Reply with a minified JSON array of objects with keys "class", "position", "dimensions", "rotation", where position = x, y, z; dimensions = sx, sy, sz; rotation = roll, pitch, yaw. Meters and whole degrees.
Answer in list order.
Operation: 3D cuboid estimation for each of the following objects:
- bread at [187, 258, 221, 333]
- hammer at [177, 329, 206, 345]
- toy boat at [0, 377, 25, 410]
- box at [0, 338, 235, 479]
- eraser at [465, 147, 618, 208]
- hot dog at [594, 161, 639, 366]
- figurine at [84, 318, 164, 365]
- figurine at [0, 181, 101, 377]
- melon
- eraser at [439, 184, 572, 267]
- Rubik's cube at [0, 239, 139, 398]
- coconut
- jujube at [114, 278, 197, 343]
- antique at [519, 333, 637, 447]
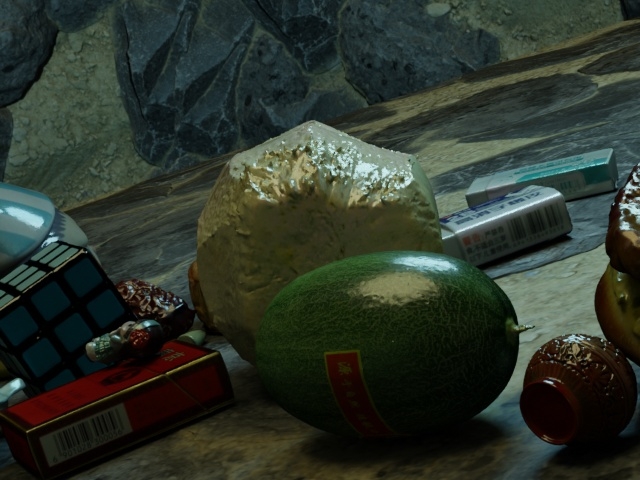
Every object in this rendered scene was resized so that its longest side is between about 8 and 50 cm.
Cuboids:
[{"class":"bread","position":[-0.091,0.051,2.029],"dimensions":[0.199,0.104,0.199],"rotation":[-15,13,4]},{"class":"hammer","position":[-0.250,0.155,1.963],"dimensions":[0.195,0.028,0.060],"rotation":[-15,6,16]},{"class":"toy boat","position":[-0.473,0.219,1.688],"dimensions":[0.199,0.100,0.290],"rotation":[-31,0,26]},{"class":"box","position":[-0.237,0.191,1.648],"dimensions":[0.240,0.074,0.153],"rotation":[-21,6,-23]},{"class":"eraser","position":[0.342,-0.086,2.194],"dimensions":[0.225,0.052,0.095],"rotation":[-13,13,20]},{"class":"hot dog","position":[0.366,0.003,1.280],"dimensions":[0.223,0.185,0.405],"rotation":[12,21,20]},{"class":"figurine","position":[-0.234,0.122,1.692],"dimensions":[0.106,0.047,0.060],"rotation":[-17,-8,33]},{"class":"figurine","position":[-0.529,0.011,2.173],"dimensions":[0.361,0.377,0.266],"rotation":[-12,12,15]},{"class":"melon","position":[0.070,0.099,1.363],"dimensions":[0.288,0.182,0.182],"rotation":[-11,13,34]},{"class":"eraser","position":[0.225,-0.010,1.961],"dimensions":[0.210,0.068,0.124],"rotation":[-19,12,-8]},{"class":"Rubik's cube","position":[-0.347,0.111,1.882],"dimensions":[0.162,0.160,0.163],"rotation":[-39,18,-19]},{"class":"coconut","position":[0.000,0.000,1.695],"dimensions":[0.298,0.297,0.309],"rotation":[-17,14,1]},{"class":"jujube","position":[-0.251,0.104,2.020],"dimensions":[0.104,0.104,0.166],"rotation":[-23,14,-30]},{"class":"antique","position":[0.221,0.126,1.215],"dimensions":[0.104,0.104,0.104],"rotation":[-16,11,3]}]
